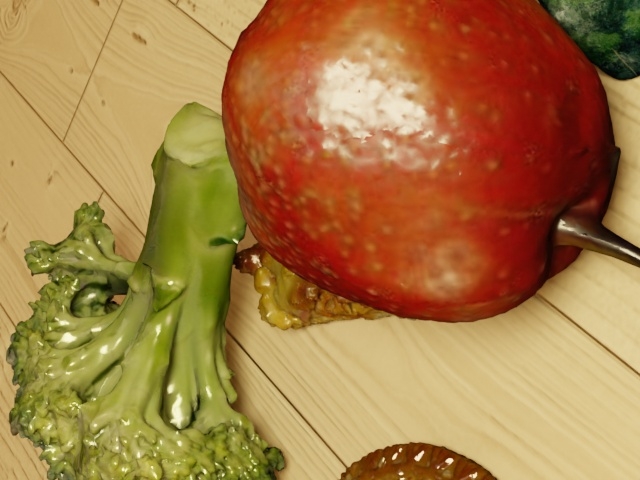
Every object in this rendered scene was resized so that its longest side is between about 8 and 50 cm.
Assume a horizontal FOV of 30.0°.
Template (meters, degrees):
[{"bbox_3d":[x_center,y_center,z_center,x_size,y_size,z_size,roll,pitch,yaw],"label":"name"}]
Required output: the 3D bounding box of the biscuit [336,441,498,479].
[{"bbox_3d":[0.074,0.325,1.018,0.305,0.038,0.305,-13,72,45],"label":"biscuit"}]

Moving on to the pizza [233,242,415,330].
[{"bbox_3d":[0.000,0.000,1.142,0.229,0.081,0.289,-52,50,27],"label":"pizza"}]

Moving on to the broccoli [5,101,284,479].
[{"bbox_3d":[-0.141,0.097,1.152,0.397,0.275,0.353,-32,91,37],"label":"broccoli"}]

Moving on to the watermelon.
[{"bbox_3d":[0.255,-0.244,0.894,0.207,0.136,0.202,-18,74,29],"label":"watermelon"}]

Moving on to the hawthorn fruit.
[{"bbox_3d":[0.097,-0.067,0.907,0.369,0.285,0.284,36,109,24],"label":"hawthorn fruit"}]
